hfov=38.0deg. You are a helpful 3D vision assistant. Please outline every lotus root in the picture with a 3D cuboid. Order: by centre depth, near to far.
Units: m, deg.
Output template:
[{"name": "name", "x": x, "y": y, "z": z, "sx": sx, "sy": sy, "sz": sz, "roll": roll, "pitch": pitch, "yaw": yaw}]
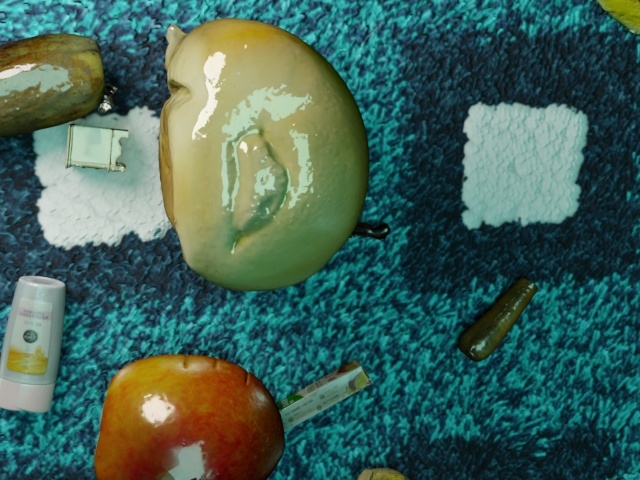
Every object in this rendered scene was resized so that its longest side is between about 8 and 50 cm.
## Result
[{"name": "lotus root", "x": -0.406, "y": -0.212, "z": 1.274, "sx": 0.240, "sy": 0.124, "sz": 0.123, "roll": -15, "pitch": 109, "yaw": -10}]

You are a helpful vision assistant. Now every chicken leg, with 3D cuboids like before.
[{"name": "chicken leg", "x": -0.004, "y": -0.005, "z": 1.425, "sx": 0.219, "sy": 0.048, "sz": 0.090, "roll": -23, "pitch": 106, "yaw": -6}]

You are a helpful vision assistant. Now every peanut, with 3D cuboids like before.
[{"name": "peanut", "x": 0.142, "y": 0.436, "z": 1.514, "sx": 0.206, "sy": 0.087, "sz": 0.087, "roll": 35, "pitch": 92, "yaw": -17}]

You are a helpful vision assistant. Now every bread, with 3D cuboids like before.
[{"name": "bread", "x": -0.082, "y": -0.112, "z": 1.224, "sx": 0.252, "sy": 0.376, "sz": 0.348, "roll": 1, "pitch": 98, "yaw": -11}]

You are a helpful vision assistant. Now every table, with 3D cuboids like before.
[{"name": "table", "x": -0.319, "y": -0.132, "z": 1.329, "sx": 0.083, "sy": 0.079, "sz": 0.063, "roll": 4, "pitch": 98, "yaw": -13}]

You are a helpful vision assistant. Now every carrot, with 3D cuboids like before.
[{"name": "carrot", "x": 0.288, "y": 0.128, "z": 1.504, "sx": 0.055, "sy": 0.055, "sz": 0.161, "roll": 45, "pitch": 83, "yaw": -14}]

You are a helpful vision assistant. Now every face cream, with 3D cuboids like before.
[{"name": "face cream", "x": -0.426, "y": 0.154, "z": 1.371, "sx": 0.084, "sy": 0.057, "sz": 0.199, "roll": 9, "pitch": 98, "yaw": -11}]

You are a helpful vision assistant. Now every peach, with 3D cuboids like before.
[{"name": "peach", "x": -0.187, "y": 0.300, "z": 1.354, "sx": 0.274, "sy": 0.245, "sz": 0.249, "roll": 2, "pitch": 125, "yaw": -6}]

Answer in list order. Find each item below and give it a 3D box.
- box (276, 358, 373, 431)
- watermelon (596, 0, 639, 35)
[{"name": "box", "x": -0.018, "y": 0.256, "z": 1.469, "sx": 0.207, "sy": 0.050, "sz": 0.041, "roll": -28, "pitch": 102, "yaw": -5}, {"name": "watermelon", "x": 0.525, "y": -0.377, "z": 1.413, "sx": 0.301, "sy": 0.129, "sz": 0.123, "roll": 26, "pitch": 92, "yaw": -8}]
